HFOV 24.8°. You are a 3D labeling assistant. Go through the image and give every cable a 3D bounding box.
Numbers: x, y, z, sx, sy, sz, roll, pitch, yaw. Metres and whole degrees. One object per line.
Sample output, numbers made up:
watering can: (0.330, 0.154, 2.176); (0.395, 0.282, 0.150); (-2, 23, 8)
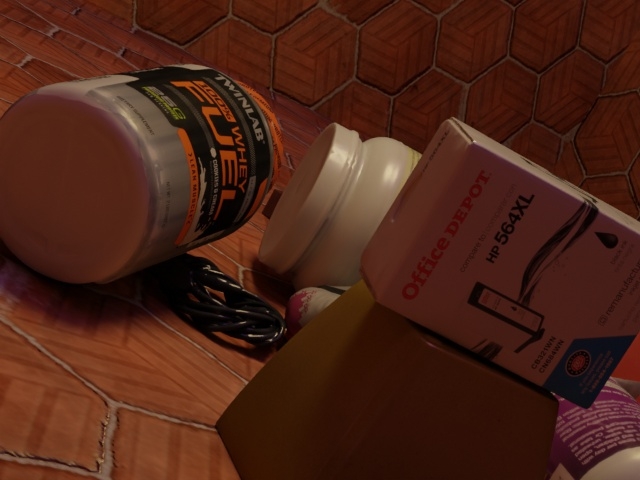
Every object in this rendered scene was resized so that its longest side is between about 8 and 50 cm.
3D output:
cable: (-0.108, 0.065, 1.556); (0.184, 0.047, 0.150); (33, 5, 30)

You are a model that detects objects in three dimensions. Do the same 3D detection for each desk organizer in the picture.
desk organizer: (-0.027, -0.038, 2.244); (0.050, 0.047, 0.130); (35, 11, 36)

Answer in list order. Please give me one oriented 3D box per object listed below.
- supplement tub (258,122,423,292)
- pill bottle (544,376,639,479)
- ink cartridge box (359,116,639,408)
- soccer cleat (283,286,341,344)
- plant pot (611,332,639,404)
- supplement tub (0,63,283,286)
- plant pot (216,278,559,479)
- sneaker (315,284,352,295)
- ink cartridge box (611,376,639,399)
supplement tub: (0.109, 0.015, 1.840); (0.325, 0.235, 0.235); (29, 10, -11)
pill bottle: (0.278, 0.246, 1.392); (0.169, 0.169, 0.301); (26, 10, -22)
ink cartridge box: (0.154, 0.018, 1.142); (0.203, 0.148, 0.086); (27, 13, -16)
soccer cleat: (0.056, 0.104, 1.505); (0.116, 0.143, 0.331); (32, 10, -23)
plant pot: (0.503, 0.198, 2.049); (0.275, 0.243, 0.275); (29, 10, -5)
supplement tub: (-0.172, -0.076, 1.460); (0.193, 0.193, 0.316); (33, 23, 14)
plant pot: (0.068, 0.155, 1.196); (0.212, 0.187, 0.212); (25, 11, -25)
sneaker: (0.121, 0.073, 1.695); (0.271, 0.108, 0.100); (3, -22, 12)
ink cartridge box: (0.228, 0.146, 1.619); (0.232, 0.066, 0.189); (6, -24, 1)
